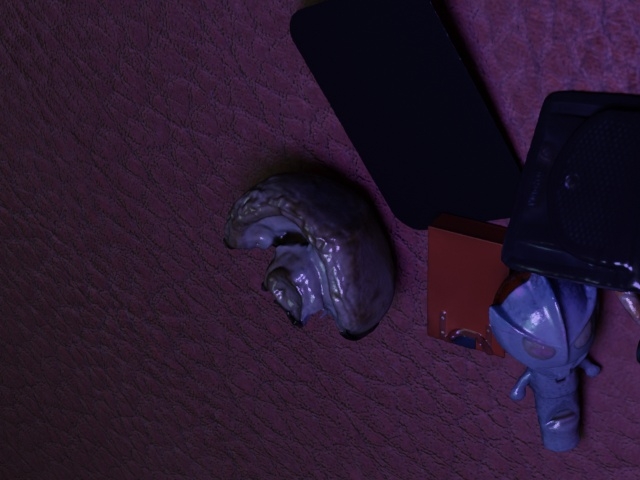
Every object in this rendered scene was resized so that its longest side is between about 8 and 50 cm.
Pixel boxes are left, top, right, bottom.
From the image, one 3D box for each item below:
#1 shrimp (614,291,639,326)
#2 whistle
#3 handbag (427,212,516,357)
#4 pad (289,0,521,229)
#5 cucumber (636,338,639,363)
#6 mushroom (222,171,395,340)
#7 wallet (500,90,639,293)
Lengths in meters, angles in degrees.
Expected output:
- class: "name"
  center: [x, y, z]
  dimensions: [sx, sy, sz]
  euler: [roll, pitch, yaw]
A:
- class: "shrimp"
  center: [0.394, 0.030, 1.636]
  dimensions: [0.046, 0.152, 0.219]
  euler: [-36, 51, 27]
- class: "whistle"
  center: [0.313, 0.150, 1.768]
  dimensions: [0.133, 0.142, 0.346]
  euler: [34, 149, 43]
- class: "handbag"
  center: [0.216, 0.065, 1.834]
  dimensions: [0.127, 0.063, 0.190]
  euler: [14, 123, 27]
- class: "pad"
  center: [0.109, -0.183, 1.789]
  dimensions: [0.315, 0.063, 0.375]
  euler: [-8, 122, 42]
- class: "cucumber"
  center: [0.442, 0.130, 1.700]
  dimensions: [0.048, 0.048, 0.105]
  euler: [34, 134, 18]
- class: "mushroom"
  center: [0.007, 0.000, 1.878]
  dimensions: [0.267, 0.189, 0.164]
  euler: [47, 135, 22]
- class: "wallet"
  center: [0.382, -0.059, 1.545]
  dimensions: [0.323, 0.041, 0.247]
  euler: [12, 86, 34]
